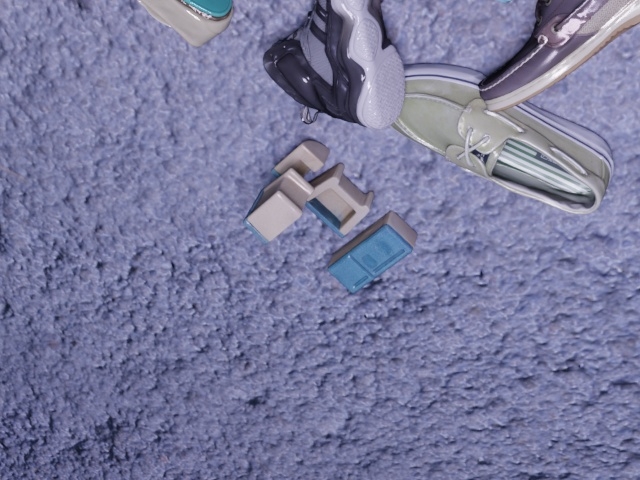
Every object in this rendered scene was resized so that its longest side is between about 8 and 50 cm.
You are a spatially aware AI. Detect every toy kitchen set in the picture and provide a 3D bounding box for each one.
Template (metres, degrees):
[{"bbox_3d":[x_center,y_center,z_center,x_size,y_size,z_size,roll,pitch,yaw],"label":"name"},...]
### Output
[{"bbox_3d":[0.000,0.000,1.249,0.207,0.166,0.122,42,124,-14],"label":"toy kitchen set"}]

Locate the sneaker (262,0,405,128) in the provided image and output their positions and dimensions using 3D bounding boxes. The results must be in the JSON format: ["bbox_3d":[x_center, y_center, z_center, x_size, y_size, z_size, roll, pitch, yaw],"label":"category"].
[{"bbox_3d":[0.003,-0.257,1.110,0.153,0.101,0.268,2,109,35],"label":"sneaker"}]

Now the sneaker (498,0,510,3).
[{"bbox_3d":[0.222,-0.327,0.993,0.366,0.135,0.150,-3,138,19],"label":"sneaker"}]

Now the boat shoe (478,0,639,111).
[{"bbox_3d":[0.278,-0.248,1.041,0.285,0.103,0.092,-36,102,28],"label":"boat shoe"}]

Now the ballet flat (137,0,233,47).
[{"bbox_3d":[-0.219,-0.321,1.152,0.248,0.086,0.086,38,126,-12],"label":"ballet flat"}]

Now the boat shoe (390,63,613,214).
[{"bbox_3d":[0.205,-0.123,1.148,0.302,0.094,0.109,20,127,4],"label":"boat shoe"}]
